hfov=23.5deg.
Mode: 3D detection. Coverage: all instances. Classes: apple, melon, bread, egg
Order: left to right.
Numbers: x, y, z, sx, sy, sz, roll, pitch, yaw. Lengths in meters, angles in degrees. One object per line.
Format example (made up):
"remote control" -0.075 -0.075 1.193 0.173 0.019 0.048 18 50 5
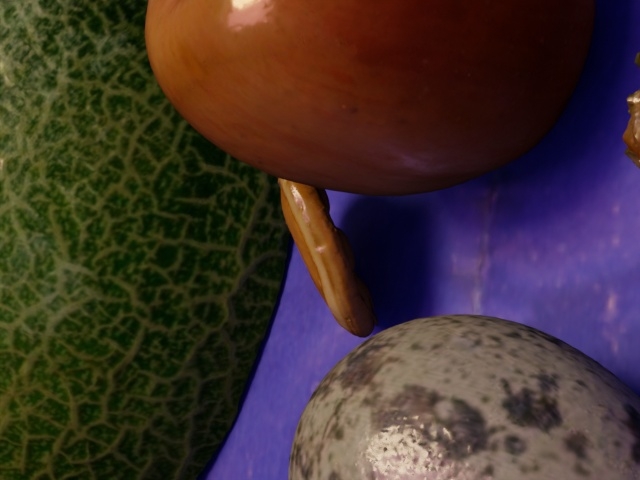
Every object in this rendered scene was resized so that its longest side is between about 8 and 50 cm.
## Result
"melon" -0.163 -0.014 0.915 0.331 0.226 0.343 37 121 10
"bread" 0.000 0.000 0.759 0.110 0.024 0.110 157 90 -90
"apple" 0.017 -0.104 0.674 0.199 0.199 0.199 -20 66 53
"egg" 0.065 0.096 0.594 0.172 0.132 0.132 9 90 47

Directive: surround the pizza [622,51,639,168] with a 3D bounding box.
"pizza" 0.173 -0.069 0.539 0.197 0.058 0.292 -23 63 53
